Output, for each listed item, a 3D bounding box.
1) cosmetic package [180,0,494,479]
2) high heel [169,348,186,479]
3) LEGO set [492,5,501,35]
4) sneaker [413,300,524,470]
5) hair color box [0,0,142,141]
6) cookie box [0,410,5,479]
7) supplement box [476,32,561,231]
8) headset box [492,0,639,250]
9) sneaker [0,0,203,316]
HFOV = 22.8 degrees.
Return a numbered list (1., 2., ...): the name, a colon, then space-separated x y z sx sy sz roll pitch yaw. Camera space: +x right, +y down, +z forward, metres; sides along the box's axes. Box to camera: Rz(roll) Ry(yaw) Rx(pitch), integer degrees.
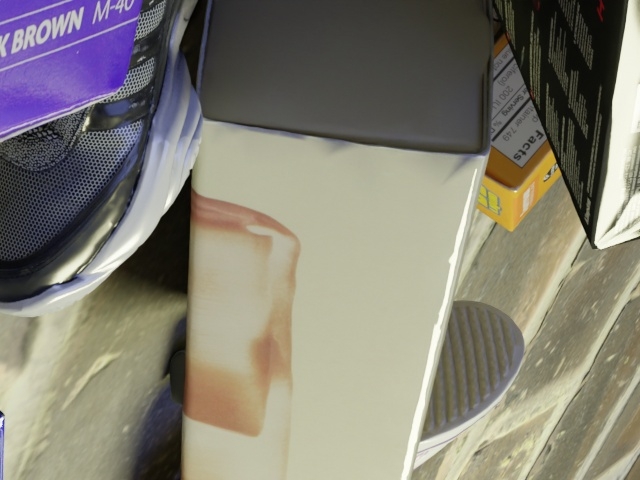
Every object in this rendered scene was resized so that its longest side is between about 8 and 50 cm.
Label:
1. cosmetic package: 0.000 0.000 0.803 0.296 0.129 0.153 98 -2 -47
2. high heel: -0.024 0.158 1.064 0.186 0.093 0.261 -20 127 -42
3. LEGO set: 0.095 -0.137 0.992 0.244 0.060 0.182 -49 169 -7
4. sneaker: 0.032 0.160 1.207 0.282 0.102 0.161 -33 155 -15
5. hair color box: -0.106 -0.199 0.324 0.110 0.185 0.338 -30 148 -43
6. cookie box: -0.208 0.128 0.774 0.107 0.040 0.091 -35 151 -37
7. supplement box: 0.163 -0.119 0.979 0.233 0.080 0.078 -46 162 -9
8. headset box: 0.128 -0.180 0.704 0.110 0.293 0.218 -15 148 -4
9. sneaker: -0.104 -0.095 0.589 0.153 0.101 0.268 3 115 -62
